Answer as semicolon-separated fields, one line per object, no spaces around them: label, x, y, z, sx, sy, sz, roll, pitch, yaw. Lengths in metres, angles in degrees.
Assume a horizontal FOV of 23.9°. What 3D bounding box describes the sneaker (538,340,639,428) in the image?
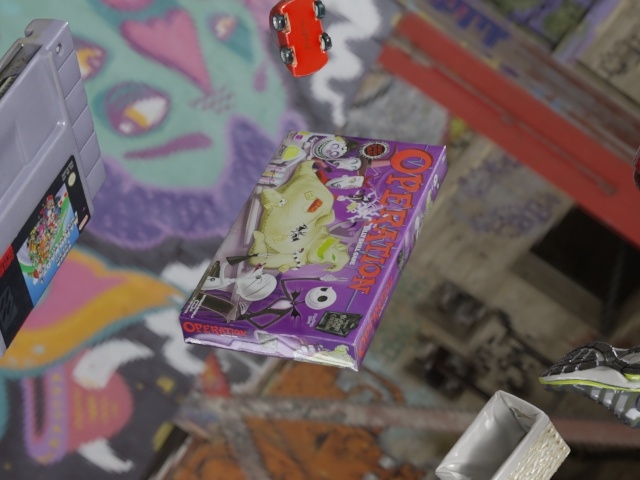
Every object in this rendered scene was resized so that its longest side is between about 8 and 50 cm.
sneaker;0.460;0.234;2.362;0.111;0.121;0.300;-31;-165;-30

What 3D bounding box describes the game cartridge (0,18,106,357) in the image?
game cartridge;-0.327;-0.040;1.572;0.355;0.068;0.230;-65;151;-44

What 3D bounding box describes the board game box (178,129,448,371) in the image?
board game box;0.000;0.000;1.726;0.347;0.208;0.056;-63;157;-44

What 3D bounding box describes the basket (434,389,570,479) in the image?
basket;0.275;0.329;2.257;0.167;0.103;0.113;-50;-145;-11

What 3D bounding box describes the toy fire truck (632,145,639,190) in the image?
toy fire truck;0.506;-0.036;1.894;0.169;0.302;0.254;-51;-164;-13

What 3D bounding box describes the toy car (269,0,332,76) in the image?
toy car;-0.027;-0.332;1.702;0.225;0.239;0.053;-51;-141;0
